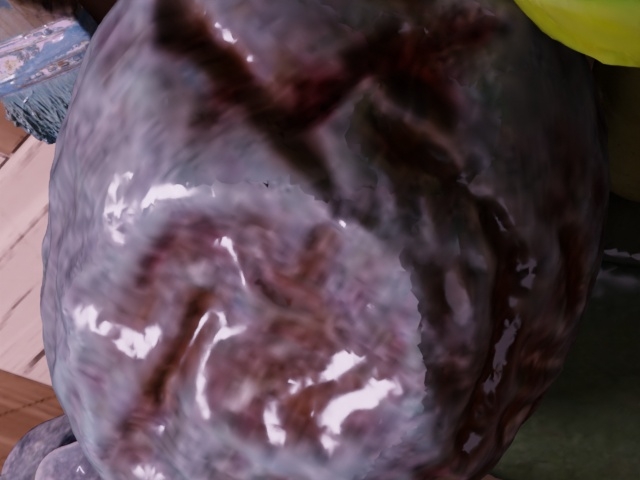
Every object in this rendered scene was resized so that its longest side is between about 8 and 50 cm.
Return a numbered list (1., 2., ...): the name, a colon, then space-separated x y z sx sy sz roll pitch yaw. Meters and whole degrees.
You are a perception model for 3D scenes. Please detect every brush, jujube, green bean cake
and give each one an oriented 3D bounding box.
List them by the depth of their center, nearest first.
1. jujube: 0.001 -0.007 0.779 0.246 0.215 0.308 35 133 2
2. brush: -0.148 -0.111 0.785 0.070 0.021 0.196 -18 138 17
3. green bean cake: 0.173 0.048 0.939 0.227 0.125 0.222 18 138 -24

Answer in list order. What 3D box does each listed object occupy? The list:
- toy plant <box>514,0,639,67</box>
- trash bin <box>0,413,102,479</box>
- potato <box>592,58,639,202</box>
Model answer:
1. toy plant: 0.114 -0.227 0.556 0.224 0.184 0.316 3 125 24
2. trash bin: -0.017 0.258 1.081 0.295 0.259 0.381 -21 142 19
3. potato: 0.165 -0.101 0.777 0.085 0.105 0.188 29 142 20
